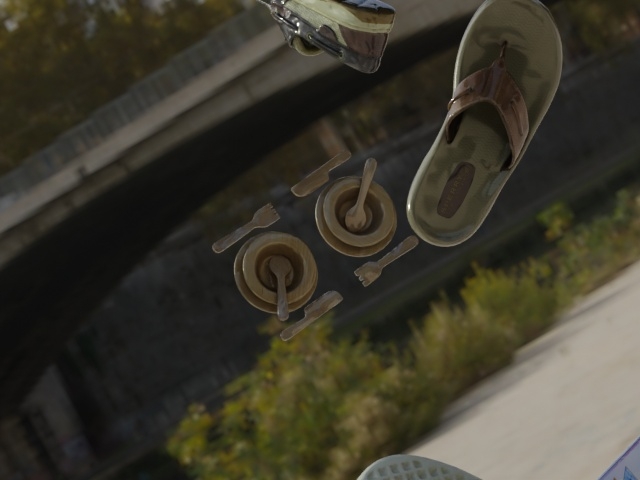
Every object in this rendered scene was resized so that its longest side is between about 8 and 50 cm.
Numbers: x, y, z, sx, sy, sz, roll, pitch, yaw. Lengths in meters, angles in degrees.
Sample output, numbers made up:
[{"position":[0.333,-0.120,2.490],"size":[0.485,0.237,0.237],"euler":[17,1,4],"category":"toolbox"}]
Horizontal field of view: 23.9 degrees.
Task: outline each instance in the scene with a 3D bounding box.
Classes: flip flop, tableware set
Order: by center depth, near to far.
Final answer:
[{"position":[0.000,0.000,1.533],"size":[0.194,0.128,0.039],"euler":[-36,-6,-22],"category":"tableware set"},{"position":[0.167,-0.120,1.559],"size":[0.080,0.112,0.277],"euler":[-62,-4,-80],"category":"flip flop"}]

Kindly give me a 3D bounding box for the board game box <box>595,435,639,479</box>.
[{"position":[0.441,0.323,1.572],"size":[0.318,0.318,0.066],"euler":[-46,-20,7],"category":"board game box"}]

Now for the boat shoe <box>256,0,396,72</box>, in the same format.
[{"position":[-0.009,-0.220,1.511],"size":[0.080,0.073,0.223],"euler":[0,18,-37],"category":"boat shoe"}]

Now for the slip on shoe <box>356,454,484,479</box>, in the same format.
[{"position":[0.141,0.277,1.029],"size":[0.123,0.331,0.101],"euler":[-52,6,-32],"category":"slip on shoe"}]
